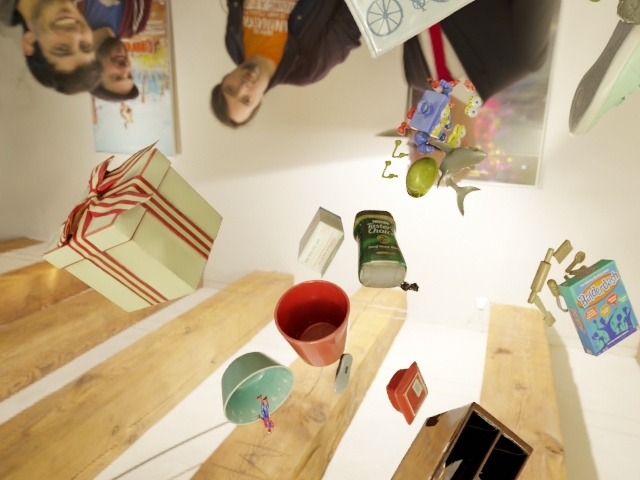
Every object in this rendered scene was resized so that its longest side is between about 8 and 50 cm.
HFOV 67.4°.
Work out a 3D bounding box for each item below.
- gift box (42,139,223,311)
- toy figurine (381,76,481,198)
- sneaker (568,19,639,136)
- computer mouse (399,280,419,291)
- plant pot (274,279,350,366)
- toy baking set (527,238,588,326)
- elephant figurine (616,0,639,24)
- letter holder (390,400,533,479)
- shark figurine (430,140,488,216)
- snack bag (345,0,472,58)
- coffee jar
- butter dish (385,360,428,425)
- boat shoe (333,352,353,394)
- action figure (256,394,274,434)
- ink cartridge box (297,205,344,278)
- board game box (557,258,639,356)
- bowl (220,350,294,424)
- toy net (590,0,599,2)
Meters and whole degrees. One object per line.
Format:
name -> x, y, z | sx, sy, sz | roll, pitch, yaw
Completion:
gift box -> -0.375, -0.036, 1.010 | 0.276, 0.258, 0.255 | -23, -140, 25
toy figurine -> 0.276, -0.320, 1.329 | 0.191, 0.363, 0.217 | 32, -172, 26
sneaker -> 0.528, -0.263, 0.788 | 0.151, 0.256, 0.094 | 12, -128, 1
computer mouse -> 0.296, 0.101, 1.936 | 0.060, 0.262, 0.184 | -43, 179, -11
plant pot -> -0.011, 0.321, 1.760 | 0.274, 0.243, 0.275 | -6, -134, 7
toy baking set -> 0.657, 0.125, 1.325 | 0.196, 0.256, 0.030 | 12, -166, -26
elephant figurine -> 0.504, -0.401, 0.626 | 0.169, 0.239, 0.186 | 32, 171, 25
letter holder -> 0.297, 0.518, 1.086 | 0.152, 0.302, 0.214 | 38, -116, 11
shark figurine -> 0.367, -0.175, 1.363 | 0.166, 0.116, 0.278 | 24, 164, 20
snack bag -> 0.184, -0.657, 1.110 | 0.323, 0.343, 0.037 | -29, -164, 7
coffee jar -> 0.117, 0.011, 0.989 | 0.096, 0.079, 0.184 | 1, -142, -3
butter dish -> 0.272, 0.502, 1.606 | 0.118, 0.160, 0.160 | -3, -149, 44
boat shoe -> 0.076, 0.459, 1.659 | 0.049, 0.142, 0.040 | 25, 165, -23
action figure -> -0.152, 0.486, 1.328 | 0.038, 0.115, 0.030 | -3, -163, 32
ink cartridge box -> 0.000, 0.000, 1.046 | 0.061, 0.104, 0.181 | 27, -166, -8
board game box -> 0.746, 0.178, 1.283 | 0.160, 0.210, 0.047 | -27, -173, -12
bowl -> -0.278, 0.572, 1.941 | 0.311, 0.312, 0.163 | -11, -142, -34
toy net -> 0.539, -0.521, 0.879 | 0.232, 0.122, 0.045 | -29, 174, -24
